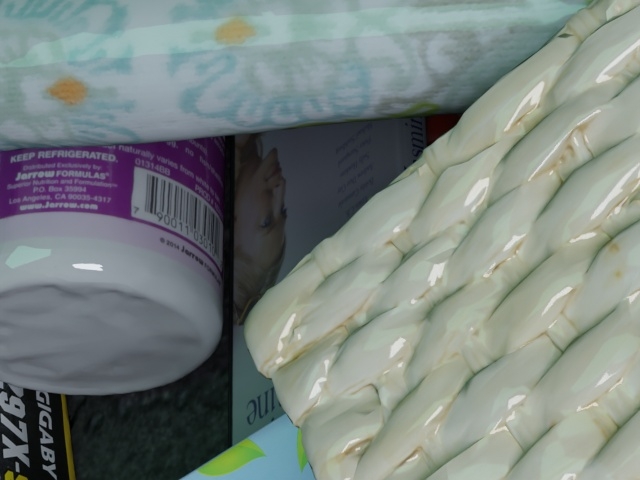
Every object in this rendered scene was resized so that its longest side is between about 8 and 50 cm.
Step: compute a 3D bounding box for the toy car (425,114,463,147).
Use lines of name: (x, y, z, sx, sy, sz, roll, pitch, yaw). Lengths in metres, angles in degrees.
toy car: (0.107, -0.128, 0.810, 0.239, 0.053, 0.225, -15, 58, 30)

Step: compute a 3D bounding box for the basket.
basket: (0.197, 0.076, 0.484, 0.331, 0.266, 0.328, -42, 48, 13)

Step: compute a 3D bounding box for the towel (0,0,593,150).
towel: (0.009, -0.166, 0.721, 0.320, 0.090, 0.374, -5, 32, 21)

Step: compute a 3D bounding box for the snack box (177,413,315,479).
snack box: (-0.004, 0.193, 0.625, 0.174, 0.070, 0.207, -33, 72, -2)

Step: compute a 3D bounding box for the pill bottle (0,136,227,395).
pill bottle: (-0.141, -0.071, 0.888, 0.169, 0.169, 0.302, -20, 55, 28)

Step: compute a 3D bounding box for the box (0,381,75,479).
box: (-0.286, 0.255, 0.880, 0.322, 0.079, 0.257, -31, 49, 20)

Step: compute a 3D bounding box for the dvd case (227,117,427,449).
dvd case: (0.000, 0.000, 0.790, 0.180, 0.022, 0.253, -36, 47, 47)
